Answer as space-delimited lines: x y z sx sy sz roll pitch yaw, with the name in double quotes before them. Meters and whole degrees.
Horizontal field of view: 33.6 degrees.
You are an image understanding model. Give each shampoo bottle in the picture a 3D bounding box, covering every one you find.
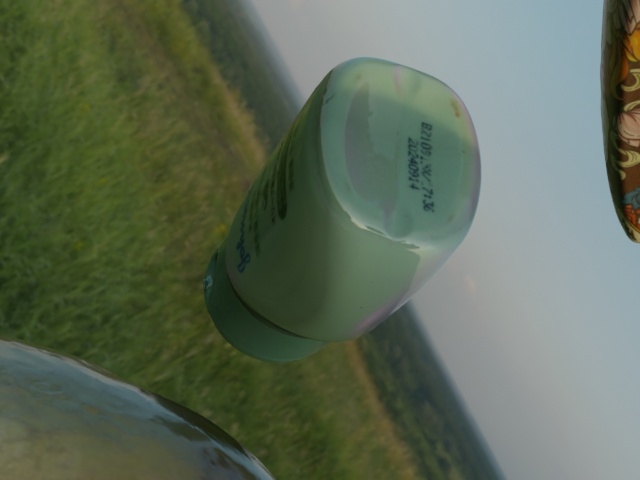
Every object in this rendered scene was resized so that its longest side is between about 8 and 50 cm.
"shampoo bottle" 0.000 0.000 0.943 0.349 0.151 0.222 130 -33 -57

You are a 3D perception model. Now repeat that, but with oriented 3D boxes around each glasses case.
"glasses case" 0.271 -0.133 0.865 0.122 0.082 0.321 -83 165 -46

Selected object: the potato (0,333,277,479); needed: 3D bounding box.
"potato" -0.091 0.115 0.339 0.200 0.154 0.137 19 -15 6
